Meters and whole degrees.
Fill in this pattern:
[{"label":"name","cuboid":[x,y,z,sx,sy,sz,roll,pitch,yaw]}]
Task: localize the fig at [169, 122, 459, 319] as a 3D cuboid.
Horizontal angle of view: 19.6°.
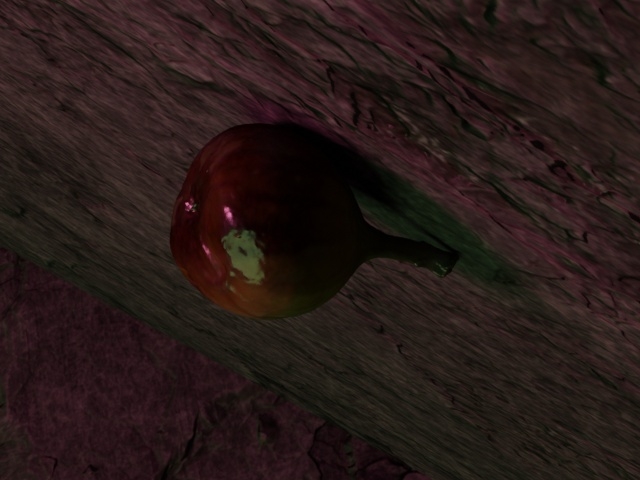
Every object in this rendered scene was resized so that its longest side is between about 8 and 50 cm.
[{"label":"fig","cuboid":[-0.010,0.010,1.450,0.230,0.143,0.160,38,150,-21]}]
